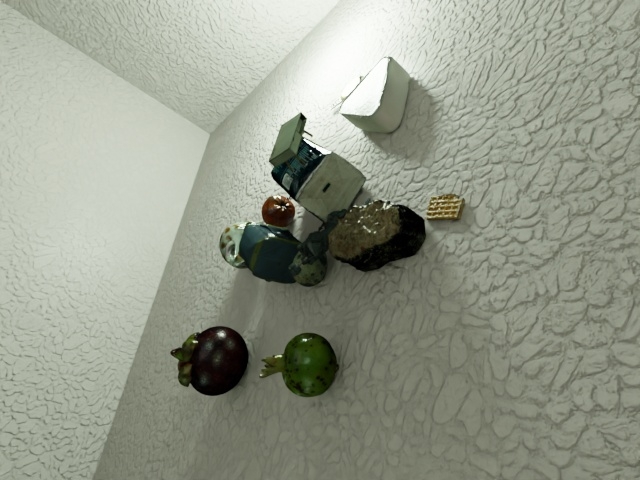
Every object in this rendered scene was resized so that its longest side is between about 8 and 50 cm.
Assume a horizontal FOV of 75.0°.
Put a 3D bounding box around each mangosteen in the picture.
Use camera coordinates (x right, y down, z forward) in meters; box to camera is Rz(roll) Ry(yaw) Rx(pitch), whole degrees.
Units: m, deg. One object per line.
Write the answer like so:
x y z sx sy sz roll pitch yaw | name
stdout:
-0.460 0.503 1.788 0.300 0.300 0.300 -34 40 35 | mangosteen

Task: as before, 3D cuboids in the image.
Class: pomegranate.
-0.066 0.404 1.366 0.211 0.263 0.211 -173 90 -78 | pomegranate

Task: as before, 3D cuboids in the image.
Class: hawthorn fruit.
-0.215 -0.136 2.075 0.173 0.173 0.173 -34 40 35 | hawthorn fruit

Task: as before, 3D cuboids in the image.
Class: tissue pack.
-0.027 -0.277 1.838 0.264 0.253 0.416 -54 33 6 | tissue pack

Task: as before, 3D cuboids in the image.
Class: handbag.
-0.214 0.052 1.832 0.241 0.263 0.222 37 113 60 | handbag

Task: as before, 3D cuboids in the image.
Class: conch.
-0.403 0.013 2.191 0.249 0.197 0.368 -3 55 13 | conch

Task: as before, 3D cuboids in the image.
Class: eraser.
0.265 -0.641 1.830 0.331 0.150 0.331 -36 40 38 | eraser

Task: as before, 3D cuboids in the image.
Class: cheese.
0.134 -0.760 2.193 0.251 0.054 0.127 -24 47 45 | cheese

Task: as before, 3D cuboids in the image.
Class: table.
-0.109 -0.392 1.710 0.121 0.111 0.240 -23 40 36 | table

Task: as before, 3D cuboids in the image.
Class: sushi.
0.183 -0.019 1.420 0.350 0.171 0.211 -14 56 50 | sushi

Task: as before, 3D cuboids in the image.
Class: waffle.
0.398 -0.106 1.330 0.135 0.021 0.092 -1 64 54 | waffle

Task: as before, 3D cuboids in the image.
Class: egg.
-0.040 0.096 1.664 0.141 0.141 0.182 -13 52 50 | egg

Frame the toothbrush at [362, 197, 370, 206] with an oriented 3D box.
0.137 -0.088 1.685 0.204 0.017 0.022 -52 14 11 | toothbrush

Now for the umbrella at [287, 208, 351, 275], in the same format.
0.000 -0.002 1.585 0.349 0.094 0.143 -44 7 -24 | umbrella

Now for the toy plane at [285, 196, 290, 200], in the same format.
-0.186 -0.191 2.203 0.049 0.031 0.121 -10 54 41 | toy plane

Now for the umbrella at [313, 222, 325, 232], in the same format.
0.013 -0.072 1.845 0.122 0.022 0.013 -49 6 -2 | umbrella
